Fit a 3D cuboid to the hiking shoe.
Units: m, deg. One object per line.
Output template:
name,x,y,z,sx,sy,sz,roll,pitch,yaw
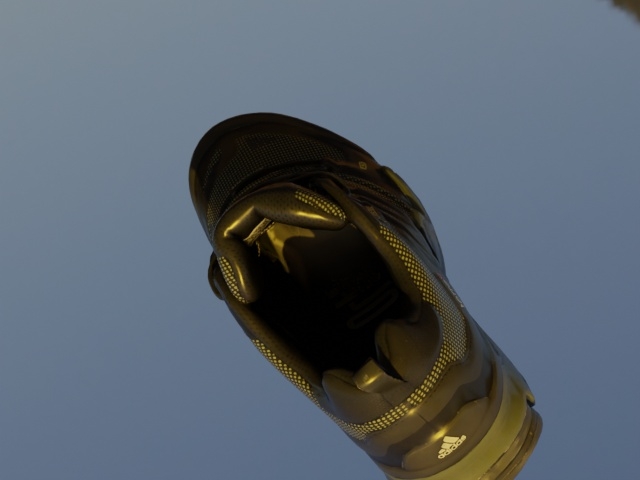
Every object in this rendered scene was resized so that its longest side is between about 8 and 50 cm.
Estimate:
hiking shoe,0.000,0.000,0.637,0.086,0.114,0.227,-40,-136,0
